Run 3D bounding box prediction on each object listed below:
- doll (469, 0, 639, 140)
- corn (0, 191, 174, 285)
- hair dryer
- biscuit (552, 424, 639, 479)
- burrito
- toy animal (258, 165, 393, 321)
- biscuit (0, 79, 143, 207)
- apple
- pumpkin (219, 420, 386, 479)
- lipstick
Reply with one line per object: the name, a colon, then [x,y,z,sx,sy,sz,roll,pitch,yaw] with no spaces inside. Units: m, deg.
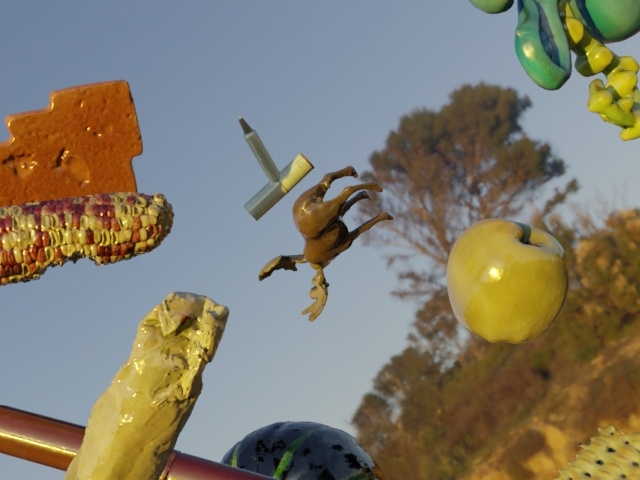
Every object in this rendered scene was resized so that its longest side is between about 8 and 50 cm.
doll: [0.237,-0.277,0.950,0.341,0.346,0.098,17,-24,-32]
corn: [-0.316,-0.002,1.133,0.289,0.098,0.098,-8,-25,-12]
hair dryer: [-0.124,-0.149,1.800,0.155,0.183,0.044,-44,25,-1]
biscuit: [0.305,0.255,0.945,0.203,0.144,0.016,-36,-45,-31]
burrito: [-0.115,0.114,0.592,0.188,0.058,0.045,-63,10,13]
toy animal: [0.000,0.000,1.252,0.186,0.094,0.214,-42,-29,-7]
biscuit: [-0.382,-0.117,1.464,0.284,0.043,0.306,35,-94,-27]
apple: [0.283,0.059,1.438,0.200,0.200,0.200,-27,-20,-10]
pumpkin: [-0.034,0.413,1.366,0.315,0.315,0.238,-39,-25,23]
lipstick: [-0.210,0.251,1.068,0.356,0.057,0.057,12,-18,9]
